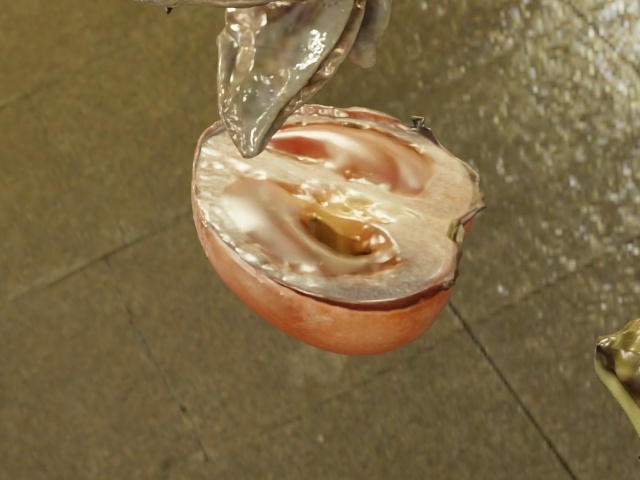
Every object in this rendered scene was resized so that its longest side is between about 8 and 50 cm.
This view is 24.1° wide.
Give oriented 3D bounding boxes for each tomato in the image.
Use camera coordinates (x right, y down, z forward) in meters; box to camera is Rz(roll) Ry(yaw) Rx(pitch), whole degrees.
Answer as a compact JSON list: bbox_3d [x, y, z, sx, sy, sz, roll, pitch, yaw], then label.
[{"bbox_3d":[0.000,0.000,1.027,0.199,0.112,0.228,23,37,8],"label":"tomato"}]

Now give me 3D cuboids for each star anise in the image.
[{"bbox_3d":[-0.002,-0.176,0.894,0.257,0.198,0.110,-39,54,-21],"label":"star anise"}]

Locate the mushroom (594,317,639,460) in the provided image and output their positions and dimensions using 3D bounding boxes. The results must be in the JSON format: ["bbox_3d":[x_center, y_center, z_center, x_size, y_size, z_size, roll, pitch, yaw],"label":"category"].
[{"bbox_3d":[0.305,0.095,0.888,0.212,0.292,0.217,-53,11,-13],"label":"mushroom"}]
